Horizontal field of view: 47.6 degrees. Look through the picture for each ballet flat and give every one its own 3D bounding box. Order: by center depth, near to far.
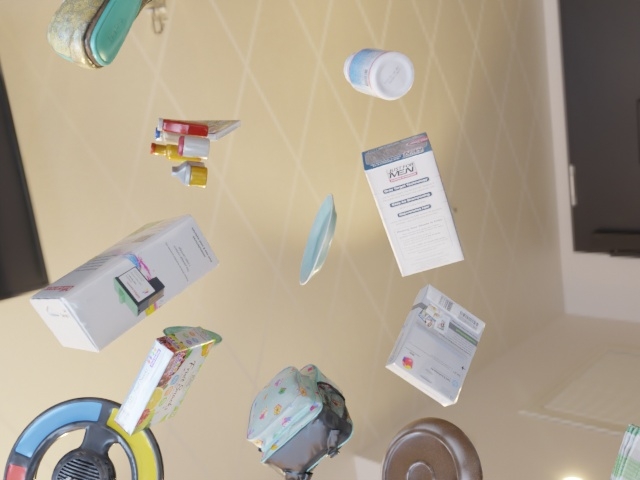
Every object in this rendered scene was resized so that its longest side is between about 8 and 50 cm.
[{"bbox_3d":[-0.320,-0.419,1.162,0.123,0.123,0.348,2,-123,40],"label":"ballet flat"}]

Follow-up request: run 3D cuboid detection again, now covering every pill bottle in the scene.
[{"bbox_3d":[0.104,-0.316,1.364,0.087,0.087,0.160,-12,-158,-18],"label":"pill bottle"}]

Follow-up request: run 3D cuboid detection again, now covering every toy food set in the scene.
[{"bbox_3d":[-0.275,-0.175,1.408,0.104,0.111,0.232,6,-158,-14],"label":"toy food set"}]

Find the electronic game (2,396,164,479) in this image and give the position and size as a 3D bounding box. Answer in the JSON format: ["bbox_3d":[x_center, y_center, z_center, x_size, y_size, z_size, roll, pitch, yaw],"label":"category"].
[{"bbox_3d":[-0.330,0.334,1.011,0.229,0.229,0.048,-7,166,3],"label":"electronic game"}]

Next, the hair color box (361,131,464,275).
[{"bbox_3d":[0.239,-0.086,1.851,0.174,0.347,0.105,-16,-145,10],"label":"hair color box"}]

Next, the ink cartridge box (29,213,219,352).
[{"bbox_3d":[-0.358,0.076,1.329,0.278,0.117,0.201,-38,-162,-32],"label":"ink cartridge box"}]

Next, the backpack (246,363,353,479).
[{"bbox_3d":[-0.039,0.305,1.267,0.166,0.144,0.188,-47,-172,11],"label":"backpack"}]

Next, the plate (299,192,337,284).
[{"bbox_3d":[0.000,0.000,1.418,0.024,0.188,0.188,17,-172,-10],"label":"plate"}]

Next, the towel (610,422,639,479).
[{"bbox_3d":[0.408,0.319,0.903,0.113,0.152,0.023,28,165,-12],"label":"towel"}]

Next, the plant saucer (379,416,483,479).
[{"bbox_3d":[0.261,0.599,1.821,0.310,0.310,0.050,5,167,46],"label":"plant saucer"}]

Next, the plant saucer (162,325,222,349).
[{"bbox_3d":[-0.254,0.196,1.438,0.119,0.021,0.119,10,-173,-1],"label":"plant saucer"}]

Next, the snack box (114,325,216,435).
[{"bbox_3d":[-0.212,0.190,0.994,0.037,0.141,0.100,35,-163,18],"label":"snack box"}]

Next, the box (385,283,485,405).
[{"bbox_3d":[0.224,0.199,1.393,0.186,0.145,0.038,-61,-169,-31],"label":"box"}]

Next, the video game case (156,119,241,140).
[{"bbox_3d":[-0.269,-0.246,1.619,0.143,0.019,0.157,2,-159,14],"label":"video game case"}]
